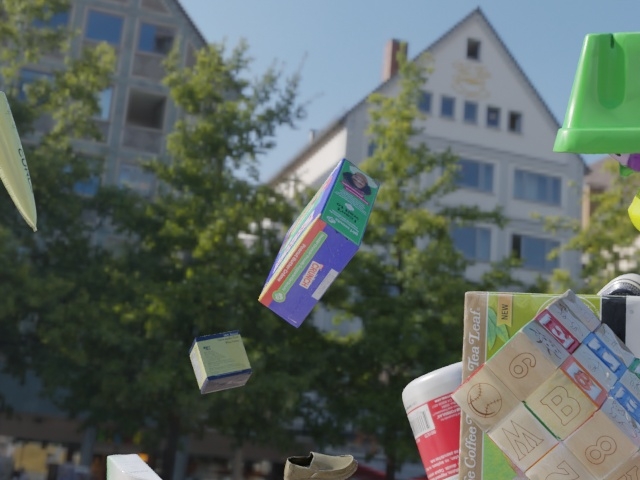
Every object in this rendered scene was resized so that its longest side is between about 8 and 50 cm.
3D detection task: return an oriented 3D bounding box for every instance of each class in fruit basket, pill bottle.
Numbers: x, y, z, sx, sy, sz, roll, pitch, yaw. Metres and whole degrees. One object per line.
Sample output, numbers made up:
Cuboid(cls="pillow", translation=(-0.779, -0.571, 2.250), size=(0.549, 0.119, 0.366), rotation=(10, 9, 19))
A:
Cuboid(cls="fruit basket", translation=(0.499, -0.119, 1.453), size=(0.282, 0.392, 0.392), rotation=(2, -15, 18))
Cuboid(cls="pill bottle", translation=(0.325, 0.452, 1.923), size=(0.229, 0.408, 0.229), rotation=(-16, -19, -5))

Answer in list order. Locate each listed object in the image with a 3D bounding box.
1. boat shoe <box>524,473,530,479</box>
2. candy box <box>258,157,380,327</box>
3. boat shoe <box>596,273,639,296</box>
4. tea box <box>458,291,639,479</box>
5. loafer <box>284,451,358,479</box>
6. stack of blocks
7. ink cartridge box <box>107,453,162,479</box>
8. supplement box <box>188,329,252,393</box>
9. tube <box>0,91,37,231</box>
Cuboid(cls="boat shoe", translation=(0.309, 0.317, 1.315), size=(0.056, 0.153, 0.048), rotation=(-35, 14, -5))
Cuboid(cls="candy box", translation=(0.000, 0.000, 2.234), size=(0.122, 0.317, 0.268), rotation=(33, -60, -8))
Cuboid(cls="boat shoe", translation=(0.457, 0.217, 1.702), size=(0.127, 0.341, 0.158), rotation=(37, 31, 29))
Cuboid(cls="tea box", translation=(0.392, 0.251, 1.516), size=(0.323, 0.329, 0.220), rotation=(0, -7, 20))
Cuboid(cls="loafer", translation=(-0.001, 0.438, 1.899), size=(0.148, 0.050, 0.056), rotation=(-11, 20, 1))
Cuboid(cls="stack of blocks", translation=(0.266, 0.191, 0.827), size=(0.087, 0.297, 0.171), rotation=(-49, -15, 24))
Cuboid(cls="ink cartridge box", translation=(-0.259, 0.427, 1.419), size=(0.056, 0.181, 0.224), rotation=(0, 5, -25))
Cuboid(cls="supplement box", translation=(-0.174, 0.210, 1.698), size=(0.083, 0.083, 0.056), rotation=(-8, -28, -26))
Cuboid(cls="tube", translation=(-0.520, -0.128, 1.653), size=(0.062, 0.240, 0.070), rotation=(-17, 4, 24))
